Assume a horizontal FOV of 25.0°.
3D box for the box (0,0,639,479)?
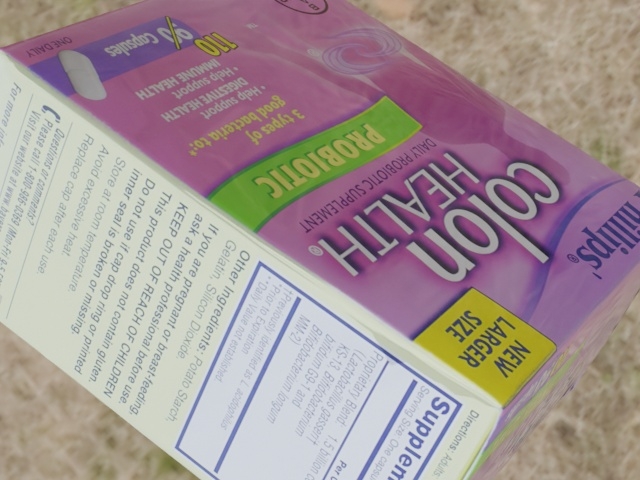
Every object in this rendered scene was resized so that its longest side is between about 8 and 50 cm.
[{"bbox_3d":[0.000,0.000,0.637,0.243,0.213,0.117,36,124,15],"label":"box"}]
